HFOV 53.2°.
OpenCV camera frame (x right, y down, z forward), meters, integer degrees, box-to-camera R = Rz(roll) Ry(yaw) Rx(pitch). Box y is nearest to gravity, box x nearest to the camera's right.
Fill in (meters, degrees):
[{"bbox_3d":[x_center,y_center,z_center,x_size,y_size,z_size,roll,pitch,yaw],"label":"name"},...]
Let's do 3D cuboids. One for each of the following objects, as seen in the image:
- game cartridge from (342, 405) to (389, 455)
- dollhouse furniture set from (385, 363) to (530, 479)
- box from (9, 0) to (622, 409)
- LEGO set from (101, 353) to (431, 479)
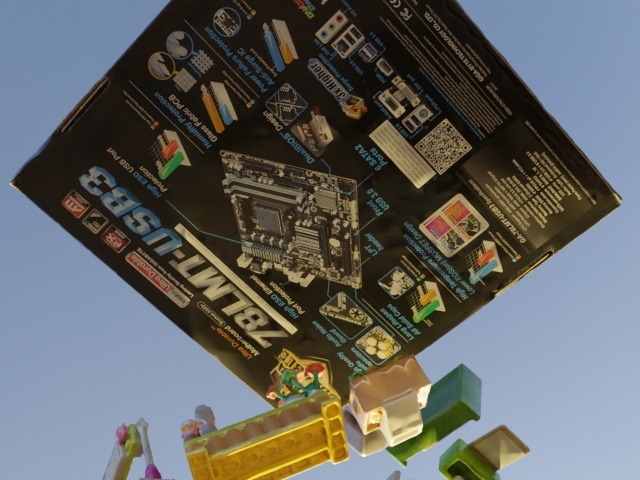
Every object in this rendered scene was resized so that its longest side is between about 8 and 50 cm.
[{"bbox_3d":[0.000,0.000,0.623,0.068,0.230,0.354,-12,-63,-30],"label":"game cartridge"},{"bbox_3d":[0.195,0.349,0.855,0.197,0.301,0.151,44,-64,-6],"label":"dollhouse furniture set"},{"bbox_3d":[-0.005,-0.043,0.451,0.293,0.073,0.295,-41,-76,19],"label":"box"},{"bbox_3d":[-0.067,0.152,0.425,0.287,0.107,0.132,-48,-60,0],"label":"LEGO set"}]
